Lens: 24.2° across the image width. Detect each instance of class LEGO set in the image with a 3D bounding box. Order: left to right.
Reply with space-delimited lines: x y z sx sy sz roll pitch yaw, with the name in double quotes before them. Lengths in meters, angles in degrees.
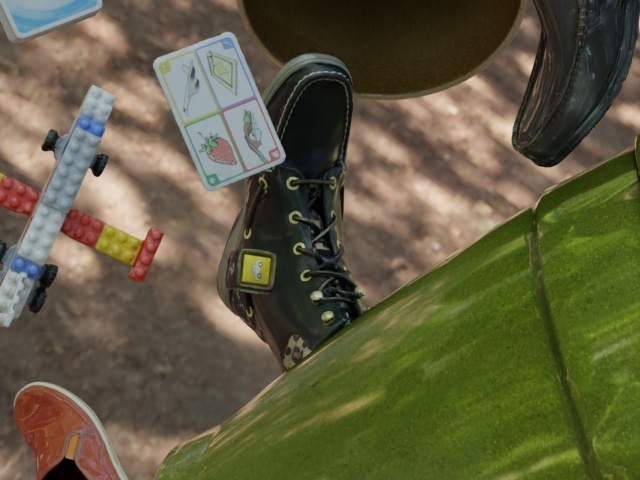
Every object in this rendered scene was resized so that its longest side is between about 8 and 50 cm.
"LEGO set" -0.111 -0.069 0.747 0.182 0.060 0.244 -24 92 -20

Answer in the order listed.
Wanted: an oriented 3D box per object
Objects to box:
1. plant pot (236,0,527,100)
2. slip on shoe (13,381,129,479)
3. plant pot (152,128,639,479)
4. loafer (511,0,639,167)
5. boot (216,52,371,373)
"plant pot" 0.054 -0.294 1.283 0.237 0.237 0.254 21 47 -21
"slip on shoe" -0.370 0.326 2.178 0.101 0.123 0.331 13 30 -47
"plant pot" 0.103 0.171 0.858 0.366 0.353 0.366 53 22 -33
"loafer" 0.126 -0.119 0.738 0.061 0.170 0.062 16 14 -20
"boot" 0.001 0.001 1.099 0.085 0.236 0.178 1 33 -27
